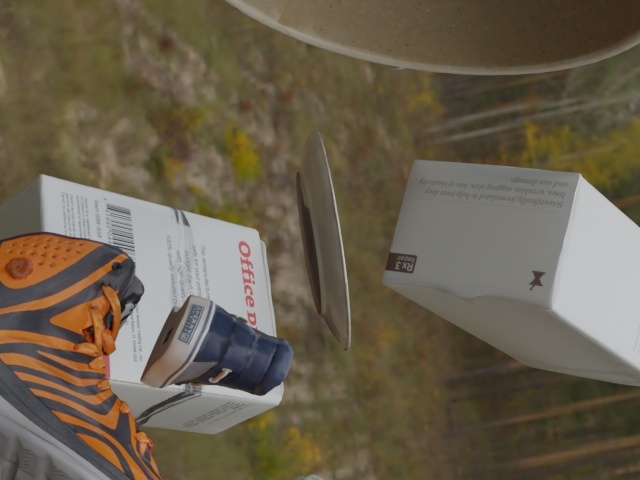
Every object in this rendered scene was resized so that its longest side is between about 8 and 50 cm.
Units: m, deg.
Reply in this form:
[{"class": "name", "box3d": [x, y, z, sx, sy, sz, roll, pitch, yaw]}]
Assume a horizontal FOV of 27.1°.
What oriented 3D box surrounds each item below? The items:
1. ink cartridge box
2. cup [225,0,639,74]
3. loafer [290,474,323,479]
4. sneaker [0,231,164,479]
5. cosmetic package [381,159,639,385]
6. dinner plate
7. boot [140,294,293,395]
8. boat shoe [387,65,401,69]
[{"class": "ink cartridge box", "box3d": [-0.181, 0.071, 1.295, 0.273, 0.114, 0.197, 14, 57, -41]}, {"class": "cup", "box3d": [0.086, -0.285, 0.917, 0.331, 0.331, 0.237, 52, 45, -72]}, {"class": "loafer", "box3d": [-0.097, 0.332, 1.200, 0.112, 0.319, 0.111, 51, -39, 10]}, {"class": "sneaker", "box3d": [-0.158, 0.102, 0.932, 0.180, 0.321, 0.124, -43, 170, -38]}, {"class": "cosmetic package", "box3d": [0.264, 0.047, 1.530, 0.385, 0.217, 0.156, 33, 70, -53]}, {"class": "dinner plate", "box3d": [0.000, 0.000, 0.830, 0.141, 0.017, 0.141, 170, -90, -84]}, {"class": "boot", "box3d": [-0.080, 0.091, 1.001, 0.069, 0.086, 0.190, -67, -171, -12]}, {"class": "boat shoe", "box3d": [0.172, -0.291, 1.343, 0.103, 0.320, 0.118, 35, 23, -50]}]
